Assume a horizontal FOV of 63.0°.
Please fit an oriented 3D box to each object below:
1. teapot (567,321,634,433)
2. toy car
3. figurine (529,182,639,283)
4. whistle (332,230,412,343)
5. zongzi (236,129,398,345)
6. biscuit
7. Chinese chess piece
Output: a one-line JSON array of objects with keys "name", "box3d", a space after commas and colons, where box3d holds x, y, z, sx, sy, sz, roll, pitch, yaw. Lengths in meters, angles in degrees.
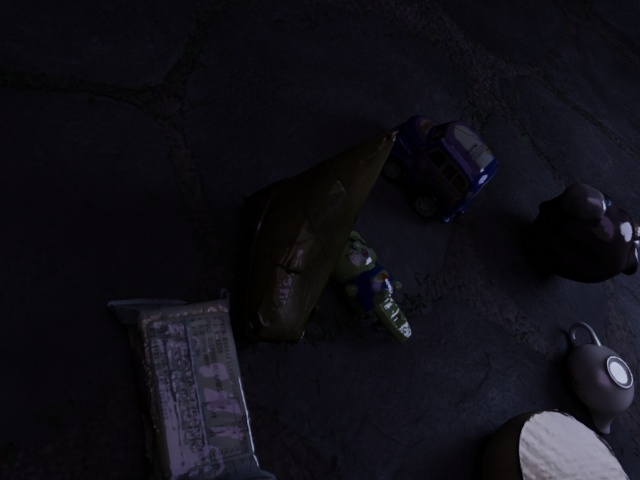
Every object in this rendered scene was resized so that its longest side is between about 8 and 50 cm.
[{"name": "teapot", "box3d": [0.575, 0.272, 1.076, 0.145, 0.092, 0.226, 9, 57, -25]}, {"name": "toy car", "box3d": [0.251, -0.171, 1.097, 0.235, 0.158, 0.172, 46, 51, 1]}, {"name": "figurine", "box3d": [0.652, -0.021, 1.203, 0.365, 0.206, 0.218, -11, 78, -34]}, {"name": "whistle", "box3d": [0.084, 0.079, 0.913, 0.105, 0.085, 0.227, -30, 81, -42]}, {"name": "zongzi", "box3d": [0.000, 0.000, 0.780, 0.145, 0.300, 0.273, 27, 51, -37]}, {"name": "biscuit", "box3d": [-0.176, 0.209, 0.702, 0.186, 0.079, 0.309, -6, 67, -29]}, {"name": "Chinese chess piece", "box3d": [0.393, 0.412, 0.861, 0.257, 0.104, 0.257, 17, 46, -18]}]
